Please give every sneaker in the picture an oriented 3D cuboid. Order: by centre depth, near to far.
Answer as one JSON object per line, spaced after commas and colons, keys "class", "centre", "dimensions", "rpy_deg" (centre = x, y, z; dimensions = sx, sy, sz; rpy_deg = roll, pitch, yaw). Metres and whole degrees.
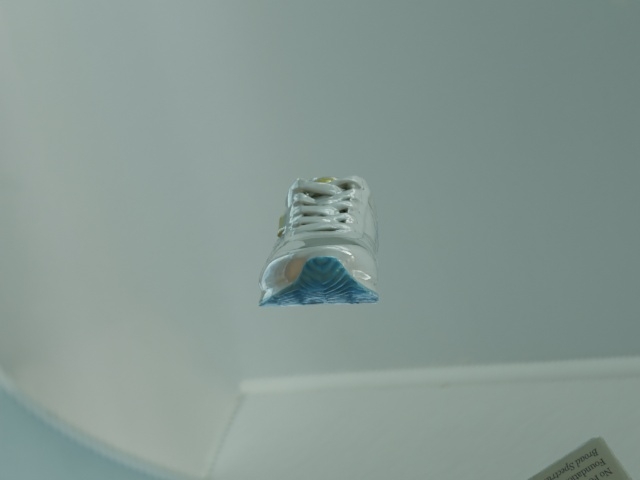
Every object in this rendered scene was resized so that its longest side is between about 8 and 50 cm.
{"class": "sneaker", "centre": [0.000, 0.000, 1.141], "dimensions": [0.087, 0.229, 0.092], "rpy_deg": [-1, -86, 1]}

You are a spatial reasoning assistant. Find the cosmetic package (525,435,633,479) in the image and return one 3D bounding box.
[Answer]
{"class": "cosmetic package", "centre": [0.088, 0.121, 0.450], "dimensions": [0.115, 0.060, 0.041], "rpy_deg": [55, -9, 24]}
